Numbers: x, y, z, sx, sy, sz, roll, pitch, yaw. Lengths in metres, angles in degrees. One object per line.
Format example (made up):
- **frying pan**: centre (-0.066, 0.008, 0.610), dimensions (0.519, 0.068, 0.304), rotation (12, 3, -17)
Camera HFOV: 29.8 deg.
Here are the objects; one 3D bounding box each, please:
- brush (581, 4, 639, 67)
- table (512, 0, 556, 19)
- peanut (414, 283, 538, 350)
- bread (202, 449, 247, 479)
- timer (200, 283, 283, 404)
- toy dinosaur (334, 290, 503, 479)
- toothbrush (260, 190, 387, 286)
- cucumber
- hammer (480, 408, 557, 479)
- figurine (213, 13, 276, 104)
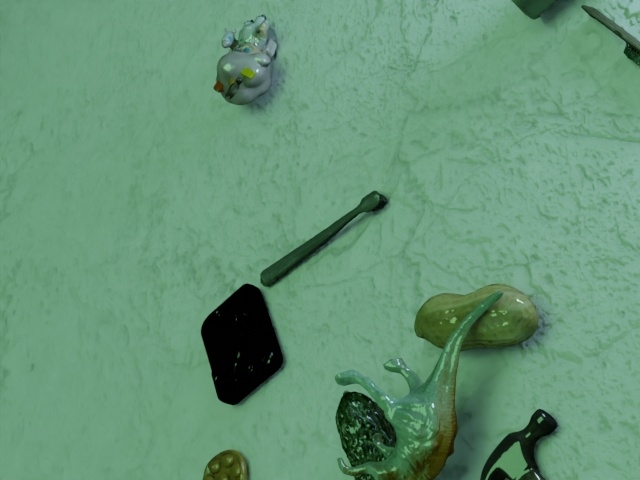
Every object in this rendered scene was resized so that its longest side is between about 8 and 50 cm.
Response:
- **brush**: centre (0.450, -0.298, 1.795), dimensions (0.190, 0.034, 0.028), rotation (53, 126, 43)
- **table**: centre (0.380, -0.461, 1.869), dimensions (0.220, 0.126, 0.126), rotation (-40, 48, 24)
- **peanut**: centre (0.226, 0.113, 1.778), dimensions (0.214, 0.090, 0.099), rotation (-11, 54, 40)
- **bread**: centre (-0.165, 0.413, 2.066), dimensions (0.110, 0.024, 0.110), rotation (-21, 57, 36)
- **timer**: centre (-0.147, 0.181, 2.135), dimensions (0.144, 0.055, 0.187), rotation (-42, 47, 23)
- **toy dinosaur**: centre (0.138, 0.229, 1.729), dimensions (0.393, 0.092, 0.205), rotation (-45, 56, 4)
- **toothbrush**: centre (0.000, 0.000, 2.096), dimensions (0.297, 0.030, 0.030), rotation (-35, 59, 29)
- **cucumber**: centre (0.099, 0.372, 1.785), dimensions (0.096, 0.096, 0.359), rotation (-43, 44, 21)
- **hammer**: centre (0.352, 0.418, 1.548), dimensions (0.168, 0.044, 0.440), rotation (-51, 44, 13)
- **figurine**: centre (-0.146, -0.343, 2.343), dimensions (0.137, 0.112, 0.229), rotation (-12, 50, 32)
